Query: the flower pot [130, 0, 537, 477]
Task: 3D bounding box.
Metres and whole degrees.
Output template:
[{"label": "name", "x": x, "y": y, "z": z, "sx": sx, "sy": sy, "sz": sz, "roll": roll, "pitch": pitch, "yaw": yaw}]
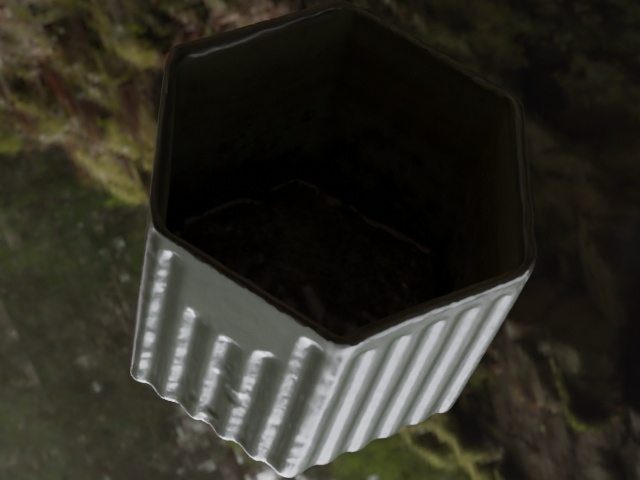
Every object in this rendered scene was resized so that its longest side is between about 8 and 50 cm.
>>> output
[{"label": "flower pot", "x": 0.000, "y": 0.000, "z": 0.910, "sx": 0.239, "sy": 0.190, "sz": 0.209, "roll": 31, "pitch": -123, "yaw": 9}]
